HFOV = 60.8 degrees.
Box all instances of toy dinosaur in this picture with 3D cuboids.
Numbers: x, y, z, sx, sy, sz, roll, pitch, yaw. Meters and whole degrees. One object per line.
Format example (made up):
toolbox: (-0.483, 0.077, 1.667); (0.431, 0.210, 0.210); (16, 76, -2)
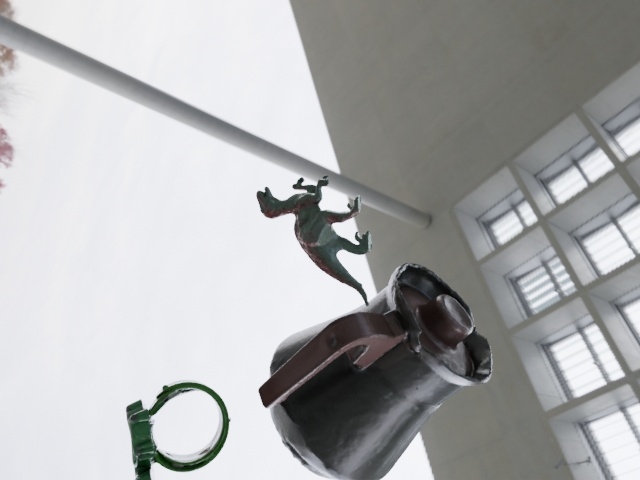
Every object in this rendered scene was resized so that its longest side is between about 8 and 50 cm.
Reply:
toy dinosaur: (0.000, 0.000, 0.830); (0.168, 0.053, 0.242); (-22, -108, 16)

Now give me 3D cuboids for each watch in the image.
watch: (-0.220, 0.306, 0.853); (0.131, 0.152, 0.165); (144, -66, -68)

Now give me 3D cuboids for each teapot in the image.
teapot: (0.082, 0.220, 0.943); (0.362, 0.376, 0.305); (-45, -126, 24)
